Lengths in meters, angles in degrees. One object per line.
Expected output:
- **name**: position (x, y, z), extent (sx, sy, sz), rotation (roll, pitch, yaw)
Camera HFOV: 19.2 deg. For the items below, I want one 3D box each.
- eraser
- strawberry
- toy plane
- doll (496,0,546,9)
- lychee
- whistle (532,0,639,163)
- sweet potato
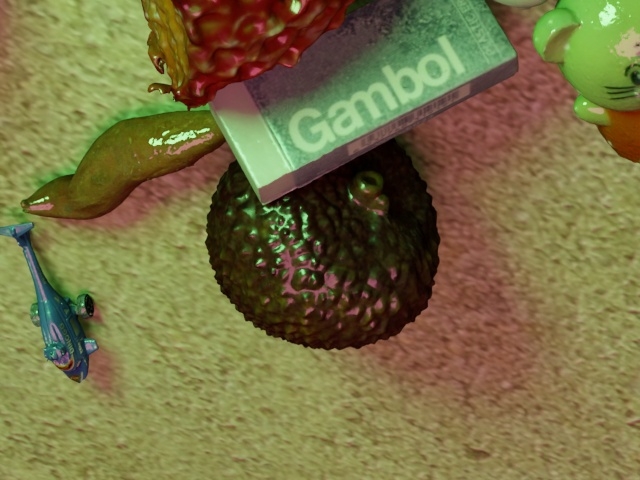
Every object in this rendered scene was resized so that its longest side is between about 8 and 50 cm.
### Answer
- **eraser**: position (0.031, -0.115, 1.358), extent (0.212, 0.092, 0.046), rotation (-29, 166, -4)
- **strawberry**: position (-0.056, -0.215, 1.292), extent (0.178, 0.234, 0.234), rotation (-18, 129, -9)
- **toy plane**: position (-0.230, 0.053, 1.602), extent (0.054, 0.062, 0.167), rotation (-10, 118, 14)
- **doll**: position (0.157, -0.244, 1.280), extent (0.107, 0.110, 0.181), rotation (38, 127, 0)
- **lychee**: position (0.000, -0.005, 1.452), extent (0.194, 0.194, 0.194), rotation (3, 130, 4)
- **whistle**: position (0.244, -0.116, 1.359), extent (0.131, 0.106, 0.288), rotation (-33, 142, 7)
- **sweet potato**: position (-0.152, -0.064, 1.501), extent (0.202, 0.058, 0.055), rotation (-24, 166, 28)
